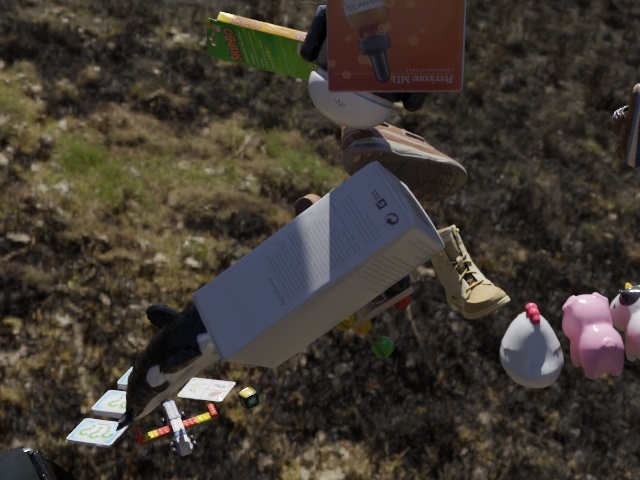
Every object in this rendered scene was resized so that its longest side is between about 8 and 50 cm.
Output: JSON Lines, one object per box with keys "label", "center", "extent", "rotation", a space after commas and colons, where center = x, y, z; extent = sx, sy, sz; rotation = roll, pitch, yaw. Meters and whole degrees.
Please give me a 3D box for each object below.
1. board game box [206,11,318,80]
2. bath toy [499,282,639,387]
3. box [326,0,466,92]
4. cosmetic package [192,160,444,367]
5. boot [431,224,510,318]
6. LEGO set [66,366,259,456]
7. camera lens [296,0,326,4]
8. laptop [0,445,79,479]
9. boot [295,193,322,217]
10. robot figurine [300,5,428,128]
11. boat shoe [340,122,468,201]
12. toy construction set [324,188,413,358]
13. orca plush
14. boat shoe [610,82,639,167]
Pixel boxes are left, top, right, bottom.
{"label": "board game box", "center": [-0.124, -0.428, 1.902], "extent": [0.259, 0.124, 0.039], "rotation": [12, 60, 0]}
{"label": "bath toy", "center": [0.449, 0.137, 1.366], "extent": [0.348, 0.129, 0.151], "rotation": [-9, 18, -10]}
{"label": "box", "center": [0.072, -0.231, 0.817], "extent": [0.130, 0.170, 0.091], "rotation": [0, 18, 5]}
{"label": "cosmetic package", "center": [-0.001, 0.031, 0.858], "extent": [0.085, 0.231, 0.117], "rotation": [61, 13, 23]}
{"label": "boot", "center": [0.329, 0.068, 1.988], "extent": [0.095, 0.203, 0.262], "rotation": [-25, 7, -9]}
{"label": "LEGO set", "center": [-0.218, 0.230, 1.226], "extent": [0.244, 0.060, 0.182], "rotation": [2, 27, 23]}
{"label": "camera lens", "center": [-0.058, -0.407, 1.034], "extent": [0.274, 0.219, 0.219], "rotation": [5, 30, -17]}
{"label": "laptop", "center": [-0.249, 0.289, 0.744], "extent": [0.136, 0.264, 0.234], "rotation": [-48, 28, -12]}
{"label": "boot", "center": [0.000, 0.000, 1.798], "extent": [0.073, 0.197, 0.152], "rotation": [-4, 1, 15]}
{"label": "robot figurine", "center": [0.091, -0.335, 1.538], "extent": [0.173, 0.278, 0.209], "rotation": [16, 16, -36]}
{"label": "boat shoe", "center": [0.169, -0.168, 1.706], "extent": [0.324, 0.123, 0.116], "rotation": [17, 44, -41]}
{"label": "toy construction set", "center": [0.007, 0.074, 1.448], "extent": [0.257, 0.309, 0.237], "rotation": [31, 45, 19]}
{"label": "orca plush", "center": [-0.185, 0.128, 1.110], "extent": [0.151, 0.287, 0.102], "rotation": [-20, 71, -44]}
{"label": "boat shoe", "center": [0.604, -0.228, 1.681], "extent": [0.066, 0.183, 0.066], "rotation": [28, 48, 37]}
